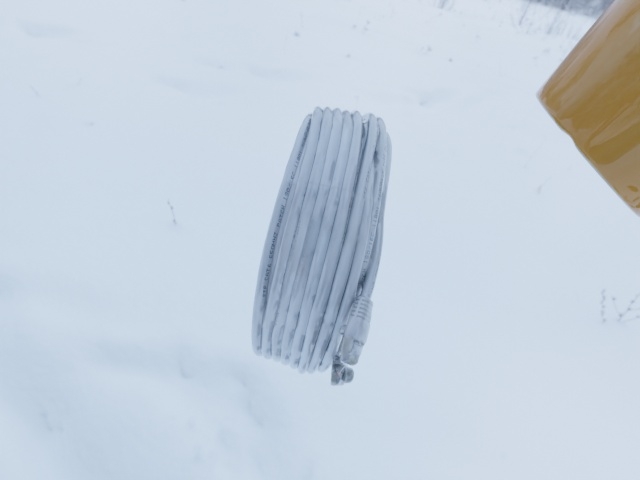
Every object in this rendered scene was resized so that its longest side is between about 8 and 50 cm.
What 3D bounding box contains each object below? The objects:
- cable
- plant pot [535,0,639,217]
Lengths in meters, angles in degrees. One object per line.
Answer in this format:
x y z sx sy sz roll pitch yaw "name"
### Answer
0.000 0.000 0.460 0.089 0.257 0.257 12 78 -2 "cable"
0.271 -0.120 0.320 0.205 0.188 0.205 33 34 -25 "plant pot"
